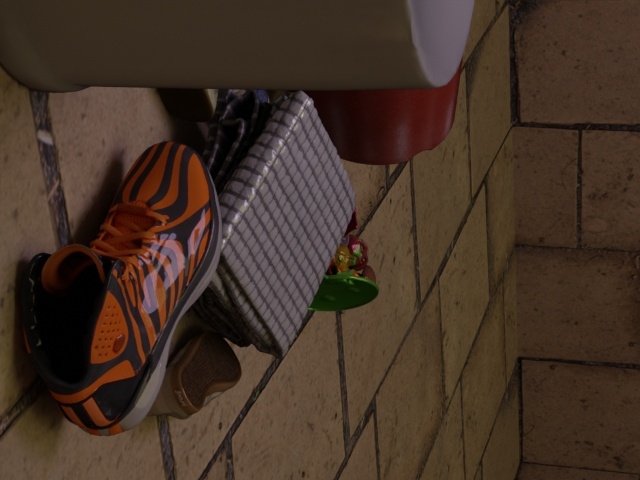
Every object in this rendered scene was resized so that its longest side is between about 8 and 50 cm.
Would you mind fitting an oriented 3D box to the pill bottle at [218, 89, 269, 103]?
[{"bbox_3d":[-0.100,-0.174,1.840,0.120,0.067,0.067,61,36,-60],"label":"pill bottle"}]

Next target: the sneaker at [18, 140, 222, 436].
[{"bbox_3d":[-0.190,0.017,1.488,0.180,0.124,0.321,65,33,-59],"label":"sneaker"}]

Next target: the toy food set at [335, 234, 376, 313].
[{"bbox_3d":[0.045,0.037,2.348,0.218,0.071,0.128,42,53,-69],"label":"toy food set"}]

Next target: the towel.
[{"bbox_3d":[-0.078,-0.022,1.801,0.235,0.121,0.284,-62,153,-19],"label":"towel"}]

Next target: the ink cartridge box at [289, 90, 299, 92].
[{"bbox_3d":[-0.045,-0.317,2.026,0.223,0.045,0.224,3,90,-73],"label":"ink cartridge box"}]

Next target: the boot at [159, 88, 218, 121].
[{"bbox_3d":[-0.137,-0.255,1.688,0.213,0.077,0.165,81,21,-55],"label":"boot"}]

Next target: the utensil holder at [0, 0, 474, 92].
[{"bbox_3d":[-0.072,-0.290,1.368,0.327,0.385,0.328,4,90,-74],"label":"utensil holder"}]

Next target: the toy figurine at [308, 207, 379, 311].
[{"bbox_3d":[0.000,0.000,2.187,0.173,0.130,0.159,23,55,-47],"label":"toy figurine"}]

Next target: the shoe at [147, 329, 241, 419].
[{"bbox_3d":[-0.150,0.158,1.781,0.076,0.058,0.219,61,16,-1],"label":"shoe"}]

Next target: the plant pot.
[{"bbox_3d":[0.073,-0.256,1.944,0.265,0.272,0.272,85,18,-47],"label":"plant pot"}]
